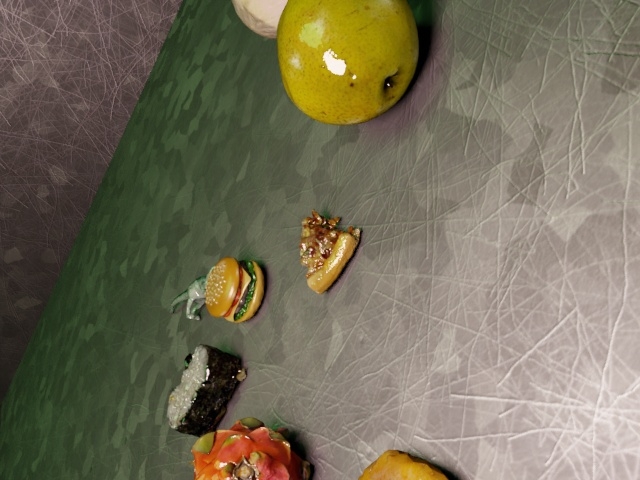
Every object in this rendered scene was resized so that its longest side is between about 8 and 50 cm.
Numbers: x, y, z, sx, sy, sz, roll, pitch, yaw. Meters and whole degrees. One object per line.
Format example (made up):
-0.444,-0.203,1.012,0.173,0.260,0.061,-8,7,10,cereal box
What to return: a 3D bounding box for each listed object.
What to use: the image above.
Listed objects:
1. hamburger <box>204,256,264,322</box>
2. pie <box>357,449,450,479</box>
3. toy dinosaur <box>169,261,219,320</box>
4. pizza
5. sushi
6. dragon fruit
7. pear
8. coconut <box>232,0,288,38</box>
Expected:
-0.204,0.114,1.491,0.162,0.115,0.161,-33,47,46,hamburger
0.119,0.431,0.899,0.273,0.069,0.273,-28,56,50,pie
-0.359,0.180,1.731,0.383,0.076,0.129,-32,43,40,toy dinosaur
-0.002,0.001,1.291,0.154,0.069,0.194,-59,36,19,pizza
-0.274,0.349,1.477,0.147,0.115,0.212,32,100,53,sushi
-0.130,0.433,1.137,0.227,0.224,0.223,-21,57,57,dragon fruit
0.053,-0.365,1.221,0.294,0.294,0.294,-31,50,45,pear
-0.081,-0.682,1.575,0.329,0.329,0.328,-31,50,45,coconut
